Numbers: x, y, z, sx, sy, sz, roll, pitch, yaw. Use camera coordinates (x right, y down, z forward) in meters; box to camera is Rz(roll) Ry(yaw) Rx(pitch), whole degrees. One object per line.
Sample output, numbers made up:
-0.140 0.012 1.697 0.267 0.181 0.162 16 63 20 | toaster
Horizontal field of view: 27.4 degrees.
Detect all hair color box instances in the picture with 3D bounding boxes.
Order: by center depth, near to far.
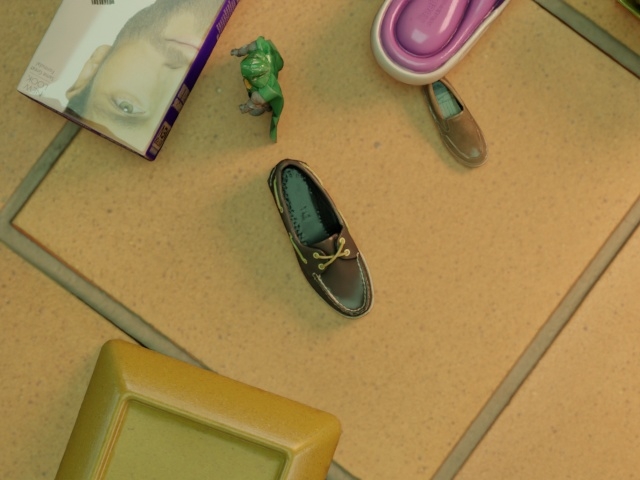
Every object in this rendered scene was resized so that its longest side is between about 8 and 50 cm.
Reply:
-0.220 -0.292 1.671 0.185 0.110 0.338 27 90 -1 | hair color box

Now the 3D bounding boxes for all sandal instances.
0.210 -0.381 1.665 0.169 0.102 0.416 27 82 -1 | sandal

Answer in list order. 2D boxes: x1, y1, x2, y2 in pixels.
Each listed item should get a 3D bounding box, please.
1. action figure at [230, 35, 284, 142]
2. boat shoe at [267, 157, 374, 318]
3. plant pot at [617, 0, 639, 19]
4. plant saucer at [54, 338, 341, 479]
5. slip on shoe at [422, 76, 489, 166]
-0.075 -0.198 1.607 0.064 0.232 0.137 -8 88 0 | action figure
0.000 0.000 1.684 0.081 0.068 0.227 -29 89 -1 | boat shoe
0.512 -0.332 1.630 0.228 0.207 0.227 37 89 0 | plant pot
-0.178 0.333 1.669 0.333 0.081 0.332 19 89 0 | plant saucer
0.176 -0.156 1.703 0.051 0.041 0.135 -26 89 -1 | slip on shoe
